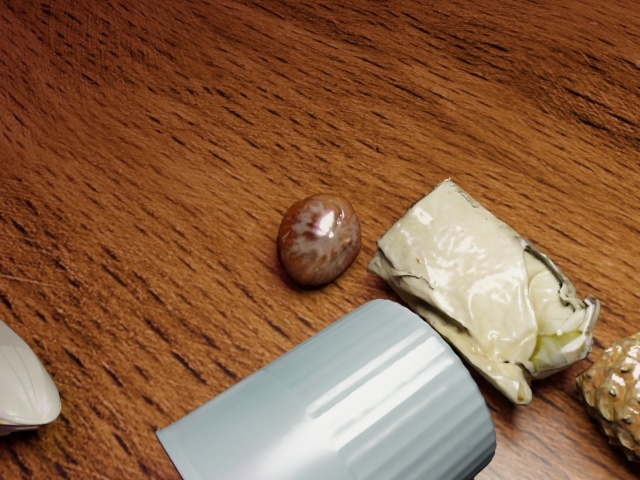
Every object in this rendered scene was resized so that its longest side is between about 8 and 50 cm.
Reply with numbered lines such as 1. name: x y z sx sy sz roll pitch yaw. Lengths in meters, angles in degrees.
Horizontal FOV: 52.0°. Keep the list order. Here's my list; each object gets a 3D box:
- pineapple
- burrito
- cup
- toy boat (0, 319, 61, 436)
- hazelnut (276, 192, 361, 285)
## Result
1. pineapple: 0.434 0.251 0.785 0.158 0.158 0.279 -20 63 -9
2. burrito: 0.231 0.080 0.947 0.190 0.135 0.332 -37 57 -11
3. cup: 0.032 0.262 0.739 0.311 0.257 0.331 -32 51 -21
4. toy boat: -0.478 0.203 0.942 0.141 0.141 0.269 -33 53 -20
5. hazelnut: 0.000 0.000 1.043 0.143 0.143 0.154 24 75 25
